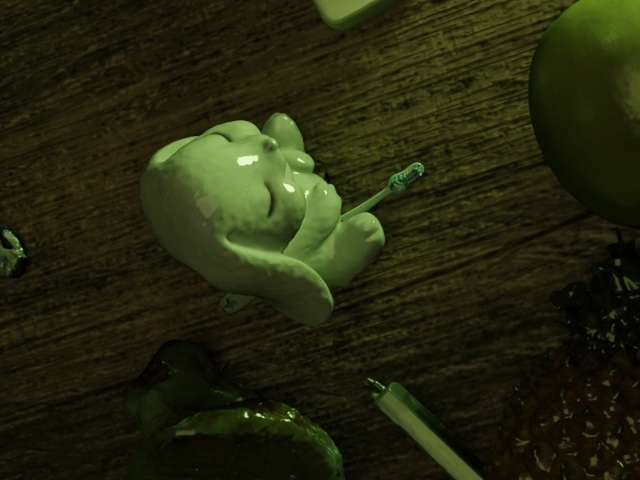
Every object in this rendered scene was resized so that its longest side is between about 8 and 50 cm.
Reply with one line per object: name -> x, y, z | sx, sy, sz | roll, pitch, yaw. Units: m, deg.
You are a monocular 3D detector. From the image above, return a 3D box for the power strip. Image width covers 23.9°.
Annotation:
power strip -> 0.139, 0.233, 1.739 | 0.227, 0.080, 0.029 | 43, 99, 10

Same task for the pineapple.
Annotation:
pineapple -> 0.318, 0.160, 1.637 | 0.222, 0.223, 0.357 | 16, 79, 15

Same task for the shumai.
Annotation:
shumai -> -0.103, 0.241, 1.797 | 0.222, 0.204, 0.272 | -40, 116, 15

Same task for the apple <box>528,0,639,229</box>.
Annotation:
apple -> 0.362, -0.148, 1.575 | 0.291, 0.292, 0.254 | -18, 77, 15

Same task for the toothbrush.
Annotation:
toothbrush -> 0.000, 0.000, 1.801 | 0.304, 0.030, 0.030 | -35, 82, 17

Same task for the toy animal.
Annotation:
toy animal -> -0.086, -0.026, 1.683 | 0.206, 0.265, 0.272 | -44, 71, 16

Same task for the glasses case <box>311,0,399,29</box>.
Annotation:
glasses case -> 0.001, -0.408, 1.762 | 0.131, 0.070, 0.313 | -29, 84, 15

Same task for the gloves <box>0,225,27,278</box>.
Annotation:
gloves -> -0.408, 0.011, 1.915 | 0.086, 0.026, 0.064 | 23, 96, 19
